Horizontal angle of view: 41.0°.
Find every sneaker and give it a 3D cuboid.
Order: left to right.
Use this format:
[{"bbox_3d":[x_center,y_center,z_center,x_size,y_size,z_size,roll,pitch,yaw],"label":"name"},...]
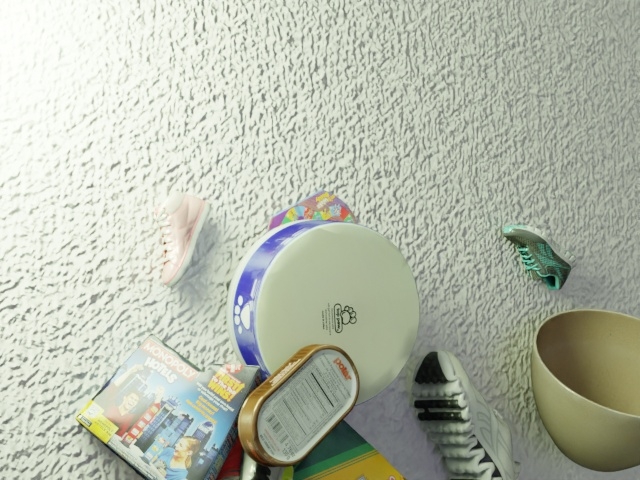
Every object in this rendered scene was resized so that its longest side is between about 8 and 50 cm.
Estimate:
[{"bbox_3d":[-0.204,-0.006,1.161,0.070,0.051,0.134,28,67,-23],"label":"sneaker"},{"bbox_3d":[-0.105,0.338,1.113,0.107,0.118,0.279,44,42,-29],"label":"sneaker"},{"bbox_3d":[0.236,0.292,1.361,0.118,0.110,0.292,-35,110,-37],"label":"sneaker"},{"bbox_3d":[0.382,0.031,1.500,0.166,0.065,0.076,31,73,-22],"label":"sneaker"}]

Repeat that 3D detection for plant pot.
[{"bbox_3d":[0.479,0.272,1.433,0.284,0.284,0.191,-15,127,-31],"label":"plant pot"}]

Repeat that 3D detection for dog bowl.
[{"bbox_3d":[0.006,0.102,1.217,0.264,0.104,0.265,-1,92,-27],"label":"dog bowl"}]

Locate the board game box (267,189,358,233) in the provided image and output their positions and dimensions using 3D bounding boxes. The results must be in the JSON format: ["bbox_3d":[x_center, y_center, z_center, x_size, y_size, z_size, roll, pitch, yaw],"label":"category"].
[{"bbox_3d":[0.000,0.000,1.291,0.168,0.033,0.133,-30,99,-31],"label":"board game box"}]

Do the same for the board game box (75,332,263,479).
[{"bbox_3d":[-0.174,0.218,1.102,0.194,0.060,0.194,34,66,18],"label":"board game box"}]

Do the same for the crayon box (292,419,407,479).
[{"bbox_3d":[0.062,0.404,1.205,0.278,0.081,0.165,43,63,-1],"label":"crayon box"}]

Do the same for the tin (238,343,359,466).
[{"bbox_3d":[-0.023,0.212,1.105,0.189,0.040,0.106,-40,109,-34],"label":"tin"}]
